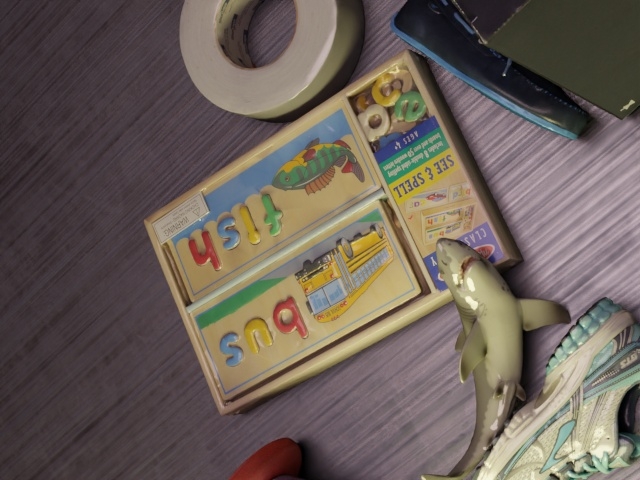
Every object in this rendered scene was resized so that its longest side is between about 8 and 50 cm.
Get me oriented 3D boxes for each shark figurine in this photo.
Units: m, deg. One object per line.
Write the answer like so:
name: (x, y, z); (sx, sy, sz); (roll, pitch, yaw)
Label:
shark figurine: (0.161, 0.144, 1.279); (0.116, 0.166, 0.278); (5, 87, 63)

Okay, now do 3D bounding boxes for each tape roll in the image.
tape roll: (-0.060, -0.253, 1.441); (0.219, 0.072, 0.219); (-2, 85, 29)

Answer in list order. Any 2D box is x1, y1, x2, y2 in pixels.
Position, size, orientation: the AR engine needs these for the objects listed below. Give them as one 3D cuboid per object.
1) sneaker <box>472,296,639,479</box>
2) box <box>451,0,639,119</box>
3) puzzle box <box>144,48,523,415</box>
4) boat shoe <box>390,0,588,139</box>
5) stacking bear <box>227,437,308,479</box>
sneaker: (0.253, 0.203, 1.216); (0.122, 0.110, 0.283); (35, 103, 23)
box: (0.202, -0.310, 1.130); (0.179, 0.343, 0.312); (-43, 65, 22)
puzzle box: (0.000, 0.000, 1.400); (0.409, 0.052, 0.272); (-32, 73, 23)
boat shoe: (0.183, -0.202, 1.286); (0.258, 0.109, 0.089); (38, 101, 23)
stacking bear: (0.025, 0.361, 1.307); (0.289, 0.164, 0.175); (25, 98, 23)
